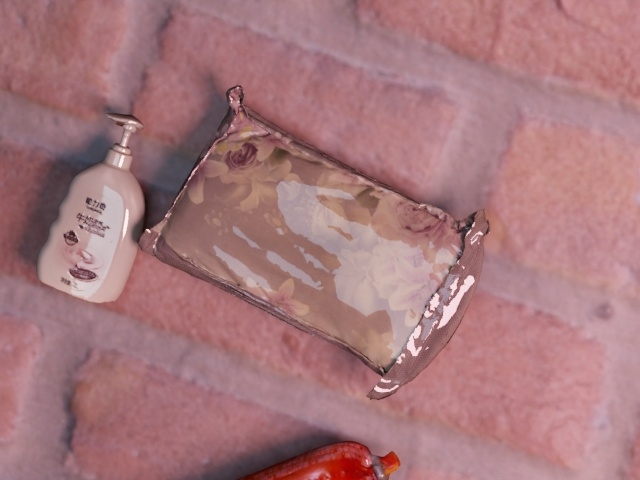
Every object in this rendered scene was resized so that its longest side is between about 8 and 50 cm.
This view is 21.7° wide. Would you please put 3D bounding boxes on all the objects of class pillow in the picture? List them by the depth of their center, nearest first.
[{"bbox_3d":[0.000,0.000,1.300,0.255,0.059,0.169,30,99,13],"label":"pillow"}]

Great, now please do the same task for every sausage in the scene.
[{"bbox_3d":[-0.063,0.223,1.320,0.274,0.074,0.074,-24,87,15],"label":"sausage"}]

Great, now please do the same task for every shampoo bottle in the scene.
[{"bbox_3d":[-0.173,-0.029,1.349,0.077,0.045,0.152,23,97,13],"label":"shampoo bottle"}]
